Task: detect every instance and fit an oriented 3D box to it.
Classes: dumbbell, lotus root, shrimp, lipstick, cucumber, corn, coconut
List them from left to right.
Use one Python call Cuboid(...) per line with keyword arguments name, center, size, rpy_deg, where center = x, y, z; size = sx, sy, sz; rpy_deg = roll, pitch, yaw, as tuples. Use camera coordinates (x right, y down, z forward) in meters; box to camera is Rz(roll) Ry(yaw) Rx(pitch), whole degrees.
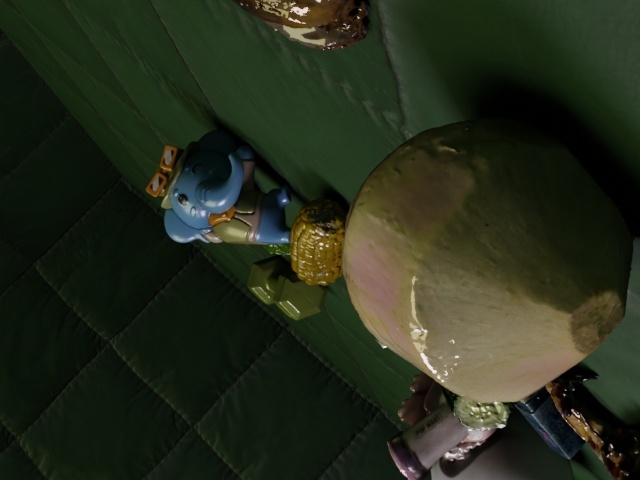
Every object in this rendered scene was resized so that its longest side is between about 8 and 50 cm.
Cuboid(name="lotus root", center=(-0.101, -0.267, 0.842), size=(0.329, 0.078, 0.167), rpy_deg=(39, 168, 24))
Cuboid(name="dumbbell", center=(-0.083, 0.108, 2.267), size=(0.121, 0.108, 0.302), rpy_deg=(47, 170, -18))
Cuboid(name="corn", center=(-0.003, 0.003, 1.524), size=(0.102, 0.102, 0.313), rpy_deg=(42, 170, 12))
Cuboid(name="cucumber", center=(0.196, 0.176, 1.383), size=(0.077, 0.077, 0.265), rpy_deg=(48, -170, -25))
Cuboid(name="coconut", center=(0.129, 0.016, 0.753), size=(0.237, 0.197, 0.237), rpy_deg=(48, 171, 11))
Cuboid(name="lipstick", center=(0.263, 0.180, 1.328), size=(0.312, 0.051, 0.051), rpy_deg=(48, 173, -21))
Cuboid(name="shrimp", center=(0.343, 0.224, 1.168), size=(0.178, 0.075, 0.289), rpy_deg=(45, -176, 8))

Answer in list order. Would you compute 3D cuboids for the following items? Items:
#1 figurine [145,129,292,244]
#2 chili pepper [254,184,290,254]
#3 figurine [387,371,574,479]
Cuboid(name="figurine", center=(-0.160, -0.083, 1.631), size=(0.262, 0.154, 0.180), rpy_deg=(11, 118, 18))
Cuboid(name="chili pepper", center=(-0.143, -0.069, 1.867), size=(0.085, 0.076, 0.359), rpy_deg=(15, 161, 30))
Cuboid(name="figurine", center=(0.264, 0.352, 1.517), size=(0.211, 0.253, 0.361), rpy_deg=(7, 137, 47))
